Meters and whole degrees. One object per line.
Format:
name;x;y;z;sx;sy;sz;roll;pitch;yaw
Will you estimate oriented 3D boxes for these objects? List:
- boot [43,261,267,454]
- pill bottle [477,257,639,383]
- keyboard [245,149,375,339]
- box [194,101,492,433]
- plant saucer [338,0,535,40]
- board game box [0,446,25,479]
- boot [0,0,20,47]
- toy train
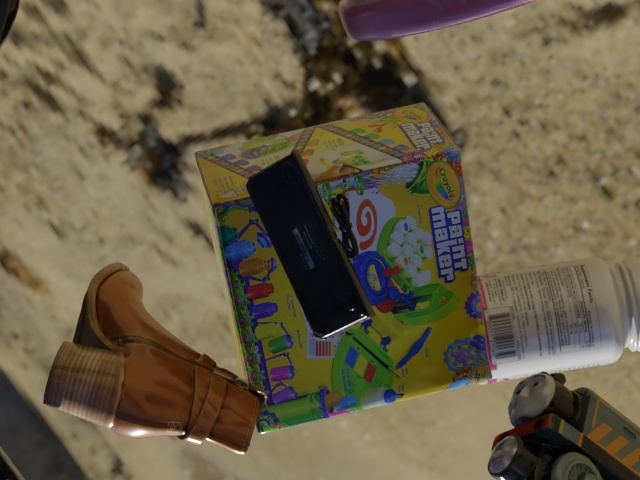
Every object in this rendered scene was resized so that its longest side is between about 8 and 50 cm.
boot;-0.159;0.127;1.773;0.220;0.109;0.283;16;-162;-2
pill bottle;0.352;0.112;2.428;0.160;0.283;0.160;-9;-90;-89
keyboard;0.000;0.000;1.632;0.108;0.023;0.180;-28;86;42
box;0.026;0.029;1.890;0.177;0.279;0.290;-115;14;-66
plant saucer;0.163;-0.244;1.243;0.332;0.332;0.084;14;126;66
board game box;-0.416;0.315;1.736;0.165;0.243;0.042;36;166;50
boot;-0.253;-0.298;1.491;0.131;0.348;0.260;15;-173;26
toy train;0.324;0.285;1.836;0.334;0.190;0.142;36;138;-19
